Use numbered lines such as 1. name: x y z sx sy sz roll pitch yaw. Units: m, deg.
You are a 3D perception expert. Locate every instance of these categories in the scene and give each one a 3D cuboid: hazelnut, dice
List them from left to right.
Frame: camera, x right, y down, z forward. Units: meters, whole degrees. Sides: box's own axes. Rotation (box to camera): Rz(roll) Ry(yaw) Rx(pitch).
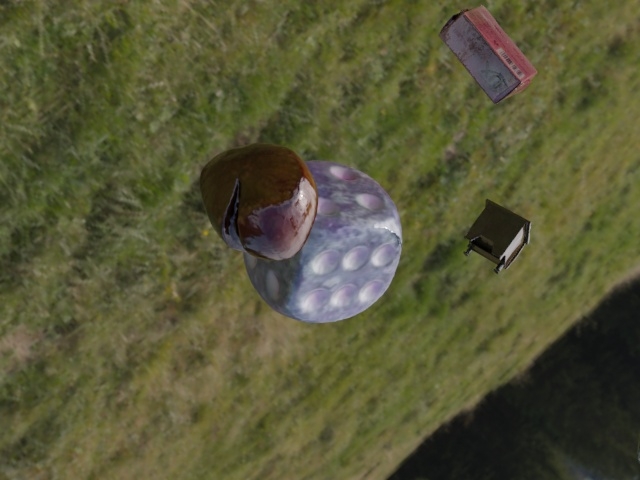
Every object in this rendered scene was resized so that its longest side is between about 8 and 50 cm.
1. hazelnut: -0.092 -0.064 1.413 0.178 0.204 0.178 -30 130 -43
2. dice: 0.000 0.000 1.995 0.270 0.271 0.270 -7 129 -30

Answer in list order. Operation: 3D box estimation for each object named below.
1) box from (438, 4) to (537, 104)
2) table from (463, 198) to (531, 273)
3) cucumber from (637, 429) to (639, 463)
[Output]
1. box: 0.264 -0.295 1.433 0.060 0.156 0.111 -39 178 34
2. table: 0.283 -0.003 1.481 0.082 0.083 0.070 -50 155 -18
3. cucumber: 0.501 0.288 1.218 0.105 0.145 0.325 -60 144 -18
